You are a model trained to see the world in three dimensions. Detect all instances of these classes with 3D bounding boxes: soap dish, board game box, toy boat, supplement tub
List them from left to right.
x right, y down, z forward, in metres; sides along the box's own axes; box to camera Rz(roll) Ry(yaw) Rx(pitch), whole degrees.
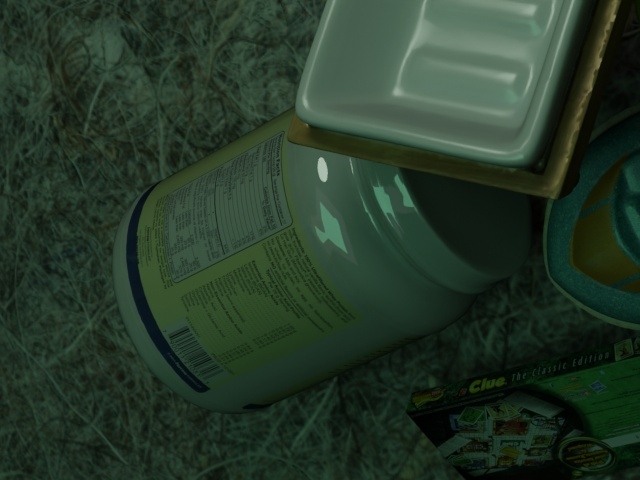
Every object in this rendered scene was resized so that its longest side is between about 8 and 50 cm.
[{"bbox_3d":[0.000,0.000,1.562,0.325,0.235,0.235,-27,86,34],"label":"supplement tub"},{"bbox_3d":[0.126,-0.179,1.328,0.229,0.118,0.290,14,80,30],"label":"soap dish"},{"bbox_3d":[0.218,0.157,1.543,0.260,0.030,0.136,-17,125,33],"label":"board game box"},{"bbox_3d":[0.254,-0.076,1.437,0.267,0.148,0.318,-35,82,33],"label":"toy boat"}]

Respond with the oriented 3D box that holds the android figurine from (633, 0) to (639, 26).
[{"bbox_3d":[0.351,-0.240,1.345,0.248,0.056,0.272,-18,76,17],"label":"android figurine"}]
